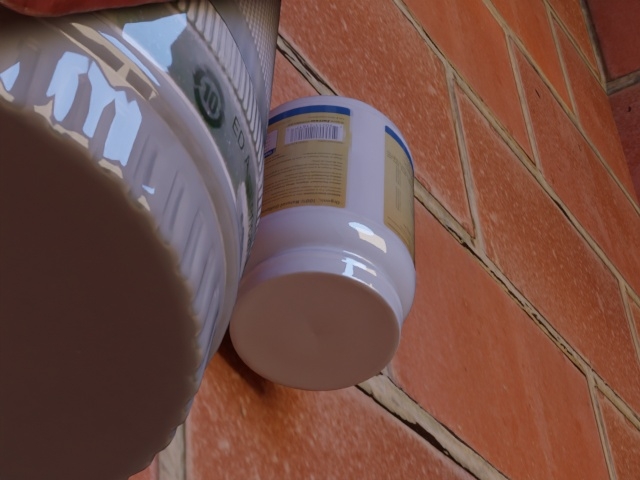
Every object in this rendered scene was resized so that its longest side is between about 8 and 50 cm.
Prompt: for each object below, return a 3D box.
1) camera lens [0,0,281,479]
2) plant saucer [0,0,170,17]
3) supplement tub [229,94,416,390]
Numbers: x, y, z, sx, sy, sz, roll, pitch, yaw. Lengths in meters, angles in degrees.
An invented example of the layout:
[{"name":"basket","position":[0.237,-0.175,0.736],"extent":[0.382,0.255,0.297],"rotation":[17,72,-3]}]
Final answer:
[{"name":"camera lens","position":[-0.125,-0.067,0.481],"extent":[0.219,0.219,0.274],"rotation":[51,26,-34]},{"name":"plant saucer","position":[-0.070,-0.193,0.427],"extent":[0.258,0.048,0.259],"rotation":[54,31,7]},{"name":"supplement tub","position":[0.000,0.000,1.038],"extent":[0.144,0.144,0.199],"rotation":[52,27,-33]}]
